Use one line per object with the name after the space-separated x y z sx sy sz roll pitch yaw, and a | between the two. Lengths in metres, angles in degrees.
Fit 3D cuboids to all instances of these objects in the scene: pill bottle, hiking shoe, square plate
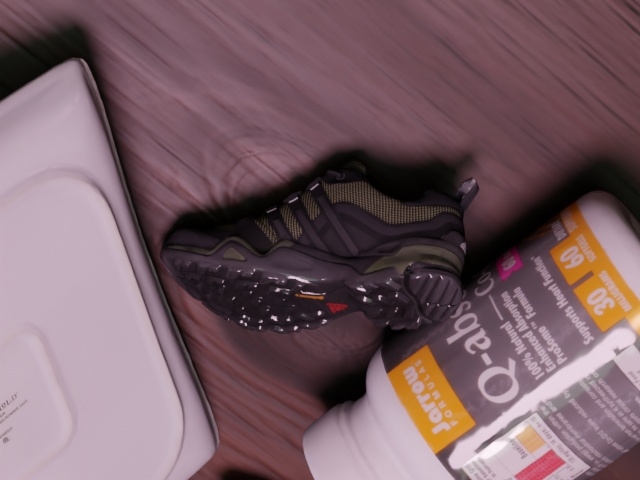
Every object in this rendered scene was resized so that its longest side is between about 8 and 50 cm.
0.134 0.105 1.185 0.278 0.162 0.162 -38 107 12 | pill bottle
0.000 0.000 1.191 0.227 0.114 0.086 3 144 21 | hiking shoe
-0.218 0.109 1.097 0.347 0.049 0.344 -38 127 -32 | square plate
